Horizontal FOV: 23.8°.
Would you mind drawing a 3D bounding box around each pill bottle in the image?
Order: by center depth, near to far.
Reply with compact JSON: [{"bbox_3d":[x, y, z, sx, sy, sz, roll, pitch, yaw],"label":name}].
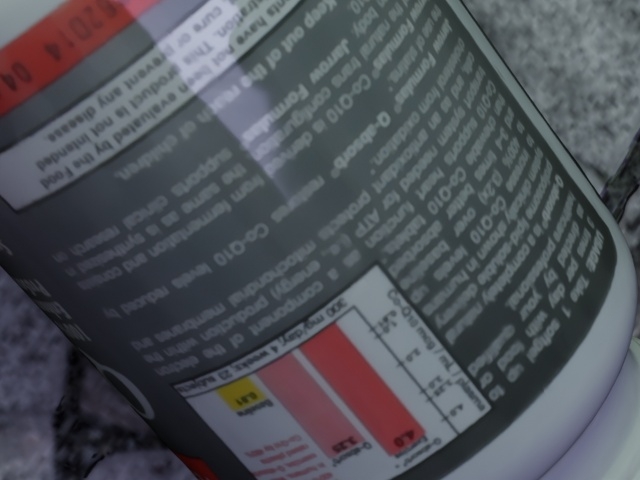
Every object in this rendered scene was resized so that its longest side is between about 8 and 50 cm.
[{"bbox_3d":[0.000,0.000,0.628,0.210,0.210,0.363,-45,112,-16],"label":"pill bottle"}]
